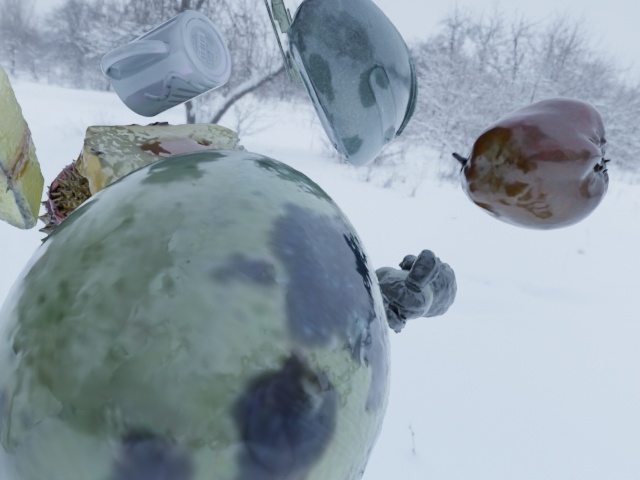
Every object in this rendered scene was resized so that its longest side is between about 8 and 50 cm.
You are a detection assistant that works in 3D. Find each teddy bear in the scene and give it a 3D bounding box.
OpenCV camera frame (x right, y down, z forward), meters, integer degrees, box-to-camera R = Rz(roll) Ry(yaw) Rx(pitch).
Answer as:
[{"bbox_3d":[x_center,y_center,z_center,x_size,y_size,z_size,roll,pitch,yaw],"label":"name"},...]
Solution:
[{"bbox_3d":[0.196,0.088,1.124,0.144,0.171,0.251,38,16,30],"label":"teddy bear"}]

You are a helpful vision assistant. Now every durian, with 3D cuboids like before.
[{"bbox_3d":[-0.428,-0.038,1.163,0.348,0.384,0.347,20,13,-5],"label":"durian"}]

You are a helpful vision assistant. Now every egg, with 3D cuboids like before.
[{"bbox_3d":[-0.104,0.095,0.507,0.345,0.345,0.428,9,39,3],"label":"egg"}]

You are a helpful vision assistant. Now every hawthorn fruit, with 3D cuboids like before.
[{"bbox_3d":[0.330,-0.122,0.856,0.248,0.208,0.208,5,11,40],"label":"hawthorn fruit"}]

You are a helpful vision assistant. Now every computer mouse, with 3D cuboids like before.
[{"bbox_3d":[0.074,-0.271,0.942,0.114,0.203,0.374,32,-12,41],"label":"computer mouse"}]

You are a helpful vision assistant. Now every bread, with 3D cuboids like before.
[{"bbox_3d":[-0.544,-0.153,0.871,0.178,0.266,0.142,35,53,21],"label":"bread"},{"bbox_3d":[-0.206,-0.099,0.724,0.183,0.224,0.211,43,-5,29],"label":"bread"}]

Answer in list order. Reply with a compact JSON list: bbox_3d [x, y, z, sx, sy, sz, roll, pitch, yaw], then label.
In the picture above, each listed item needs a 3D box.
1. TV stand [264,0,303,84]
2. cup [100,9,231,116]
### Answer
[{"bbox_3d":[-0.069,-0.397,0.987,0.042,0.249,0.036,-16,56,4],"label":"TV stand"},{"bbox_3d":[-0.203,-0.219,0.680,0.133,0.099,0.136,-13,31,28],"label":"cup"}]
